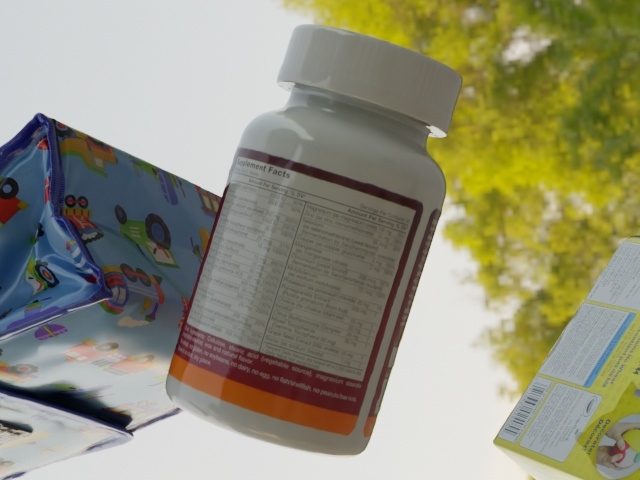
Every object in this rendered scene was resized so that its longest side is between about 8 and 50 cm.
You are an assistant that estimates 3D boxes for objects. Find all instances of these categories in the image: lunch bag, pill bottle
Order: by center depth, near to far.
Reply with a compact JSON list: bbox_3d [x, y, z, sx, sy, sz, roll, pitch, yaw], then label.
[{"bbox_3d":[0.000,0.000,0.777,0.121,0.121,0.221,18,-91,-72],"label":"pill bottle"},{"bbox_3d":[-0.204,0.072,0.927,0.221,0.293,0.138,25,-143,-57],"label":"lunch bag"}]

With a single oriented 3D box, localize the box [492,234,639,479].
[{"bbox_3d":[0.147,0.057,0.475,0.043,0.179,0.105,40,-102,-23],"label":"box"}]
